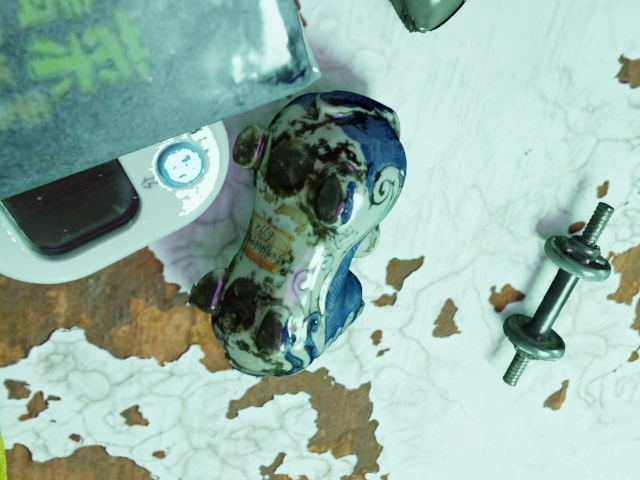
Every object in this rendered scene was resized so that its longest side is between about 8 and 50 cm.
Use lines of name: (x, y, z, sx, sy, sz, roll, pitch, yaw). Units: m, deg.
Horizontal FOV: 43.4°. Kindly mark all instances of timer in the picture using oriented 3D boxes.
timer: (-0.214, -0.101, 0.662, 0.237, 0.087, 0.262, -26, 124, -3)

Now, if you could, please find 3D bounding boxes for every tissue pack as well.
tissue pack: (-0.222, -0.162, 0.484, 0.394, 0.124, 0.288, -21, 132, -6)

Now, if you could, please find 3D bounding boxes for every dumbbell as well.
dumbbell: (0.274, 0.067, 0.938, 0.082, 0.081, 0.254, 10, 117, -24)

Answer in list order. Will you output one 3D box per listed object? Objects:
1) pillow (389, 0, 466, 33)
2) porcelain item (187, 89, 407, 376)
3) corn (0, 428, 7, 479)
pillow: (0.090, -0.347, 0.618, 0.228, 0.101, 0.326, -35, 123, 8)
porcelain item: (0.000, 0.000, 0.765, 0.186, 0.138, 0.288, -3, 118, -52)
corn: (-0.361, 0.248, 0.835, 0.067, 0.067, 0.206, -2, 123, -18)
